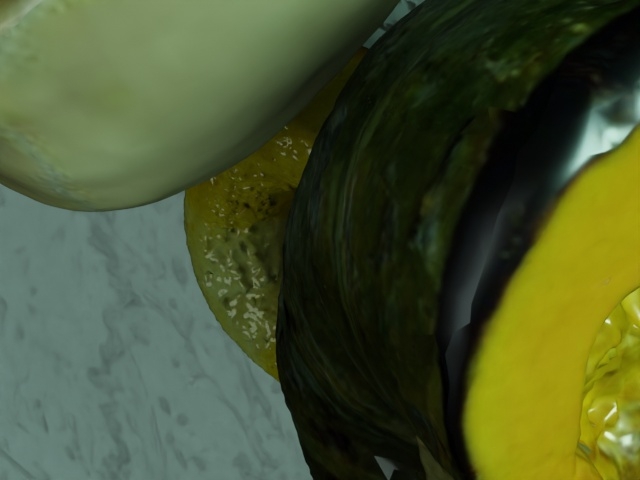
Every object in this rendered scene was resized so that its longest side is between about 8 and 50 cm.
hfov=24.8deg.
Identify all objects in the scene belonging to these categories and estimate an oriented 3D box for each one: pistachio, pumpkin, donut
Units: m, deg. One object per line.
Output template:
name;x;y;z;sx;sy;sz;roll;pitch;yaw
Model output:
pistachio;-0.078;-0.133;0.562;0.309;0.230;0.230;-42;80;37
pumpkin;0.110;0.028;0.496;0.232;0.242;0.325;-124;21;-57
donut;0.000;0.000;0.679;0.162;0.065;0.178;37;135;27
